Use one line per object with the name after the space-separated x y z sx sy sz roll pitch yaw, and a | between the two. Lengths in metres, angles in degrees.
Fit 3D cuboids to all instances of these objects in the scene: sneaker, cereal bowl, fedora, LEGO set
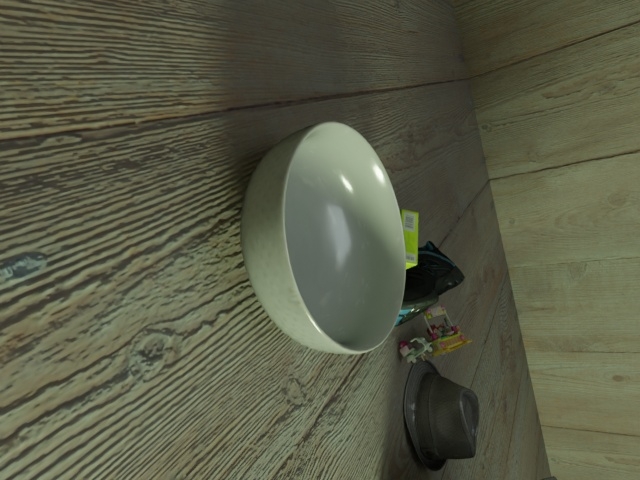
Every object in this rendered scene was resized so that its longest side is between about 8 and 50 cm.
0.222 0.098 0.988 0.341 0.125 0.140 -18 71 -54 | sneaker
0.000 0.000 0.629 0.339 0.141 0.339 17 69 -54 | cereal bowl
0.316 0.431 1.013 0.244 0.124 0.275 -46 120 -50 | fedora
0.300 0.233 1.049 0.287 0.132 0.107 14 48 -57 | LEGO set

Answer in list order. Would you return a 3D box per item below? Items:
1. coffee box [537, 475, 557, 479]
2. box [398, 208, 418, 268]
0.366 0.672 0.731 0.334 0.338 0.338 36 21 -48 | coffee box
0.137 0.018 0.836 0.042 0.178 0.109 12 69 -15 | box
